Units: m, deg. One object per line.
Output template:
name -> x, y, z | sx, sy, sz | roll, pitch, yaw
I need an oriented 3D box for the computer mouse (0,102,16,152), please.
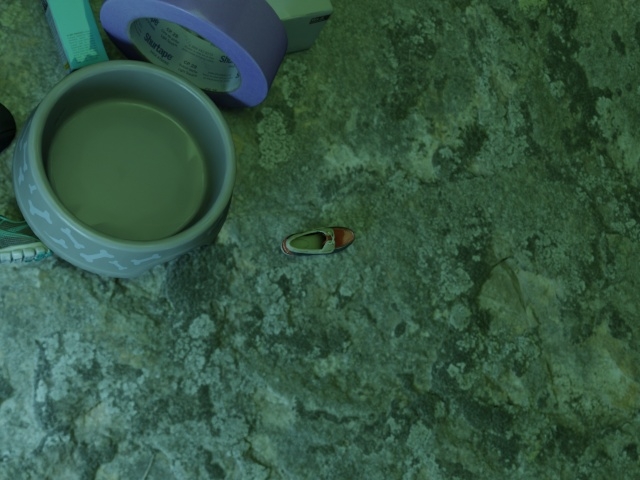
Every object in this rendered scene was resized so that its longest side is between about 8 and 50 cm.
computer mouse -> -0.559, -0.098, 1.033 | 0.262, 0.060, 0.184 | -34, 91, -20

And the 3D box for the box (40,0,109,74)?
box -> -0.403, -0.387, 1.079 | 0.060, 0.100, 0.244 | -21, 106, -21

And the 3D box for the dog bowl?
dog bowl -> -0.289, -0.120, 1.079 | 0.349, 0.102, 0.349 | 7, 74, -23

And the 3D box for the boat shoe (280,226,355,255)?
boat shoe -> 0.000, 0.000, 1.203 | 0.137, 0.043, 0.049 | -8, 81, -20

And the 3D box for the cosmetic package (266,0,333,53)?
cosmetic package -> -0.095, -0.427, 1.192 | 0.151, 0.151, 0.183 | -18, 86, -19

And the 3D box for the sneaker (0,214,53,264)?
sneaker -> -0.491, -0.002, 1.041 | 0.166, 0.065, 0.076 | -6, 78, -28

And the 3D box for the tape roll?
tape roll -> -0.193, -0.318, 1.076 | 0.275, 0.275, 0.090 | 25, 75, -12
